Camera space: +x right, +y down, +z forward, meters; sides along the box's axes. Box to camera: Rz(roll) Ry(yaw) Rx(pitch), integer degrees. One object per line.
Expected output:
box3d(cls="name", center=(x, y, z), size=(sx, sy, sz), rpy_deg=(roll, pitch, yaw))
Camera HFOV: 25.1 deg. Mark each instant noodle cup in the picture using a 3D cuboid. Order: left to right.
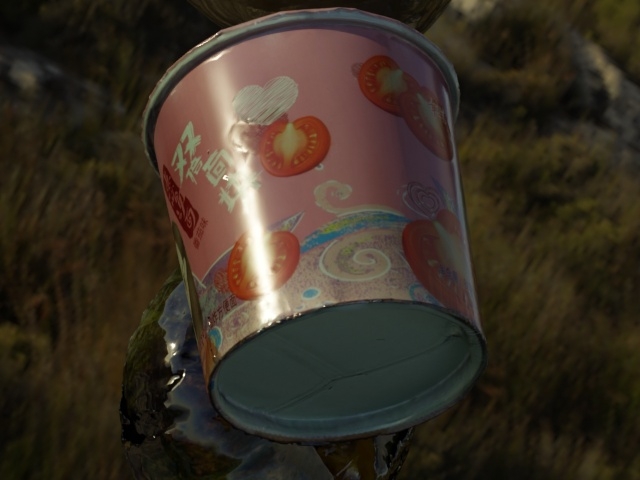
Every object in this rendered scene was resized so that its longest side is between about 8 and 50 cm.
box3d(cls="instant noodle cup", center=(0.000, 0.000, 1.015), size=(0.243, 0.243, 0.231), rpy_deg=(17, 47, -33))

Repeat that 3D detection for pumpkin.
box3d(cls="pumpkin", center=(-0.054, 0.161, 1.406), size=(0.320, 0.192, 0.321), rpy_deg=(20, 60, -38))

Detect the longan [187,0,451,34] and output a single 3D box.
box3d(cls="longan", center=(0.002, -0.278, 1.317), size=(0.300, 0.300, 0.243), rpy_deg=(13, 70, -40))
